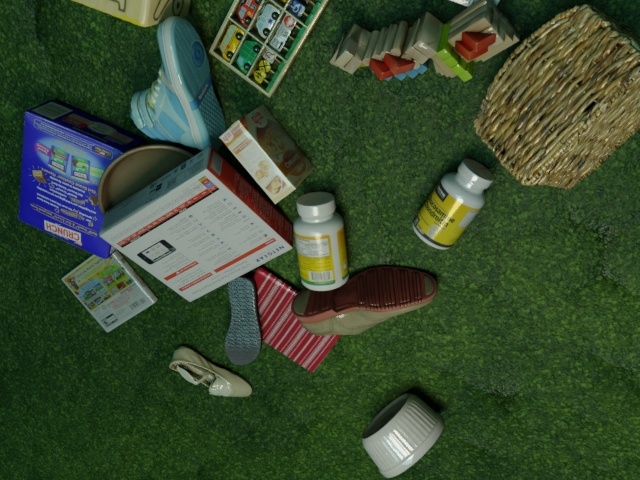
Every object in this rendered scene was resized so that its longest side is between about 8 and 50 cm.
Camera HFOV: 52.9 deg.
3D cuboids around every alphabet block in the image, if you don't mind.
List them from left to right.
[{"bbox_3d":[-0.371,-0.563,1.285,0.193,0.192,0.197,24,120,9],"label":"alphabet block"}]

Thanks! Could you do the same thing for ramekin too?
[{"bbox_3d":[0.199,0.477,1.608,0.109,0.207,0.207,48,121,3],"label":"ramekin"}]

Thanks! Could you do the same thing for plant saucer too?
[{"bbox_3d":[-0.387,-0.111,1.538,0.278,0.041,0.277,-8,126,-10],"label":"plant saucer"}]

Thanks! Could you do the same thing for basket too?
[{"bbox_3d":[0.462,-0.263,1.198,0.299,0.223,0.213,-52,59,32],"label":"basket"}]

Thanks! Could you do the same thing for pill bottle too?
[{"bbox_3d":[0.000,0.000,1.480,0.118,0.117,0.208,1,117,19],"label":"pill bottle"},{"bbox_3d":[0.280,-0.077,1.349,0.103,0.103,0.184,32,122,2],"label":"pill bottle"}]

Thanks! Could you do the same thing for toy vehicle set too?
[{"bbox_3d":[-0.103,-0.454,1.333,0.166,0.035,0.267,36,122,-1],"label":"toy vehicle set"}]

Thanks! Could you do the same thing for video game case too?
[{"bbox_3d":[-0.597,0.137,1.816,0.227,0.026,0.206,-30,103,30],"label":"video game case"}]

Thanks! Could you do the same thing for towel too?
[{"bbox_3d":[-0.087,0.204,1.666,0.275,0.031,0.199,33,122,0],"label":"towel"}]

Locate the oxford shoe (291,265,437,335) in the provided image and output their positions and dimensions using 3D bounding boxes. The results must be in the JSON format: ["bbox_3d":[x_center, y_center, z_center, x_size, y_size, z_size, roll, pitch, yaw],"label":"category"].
[{"bbox_3d":[0.113,0.153,1.535,0.348,0.123,0.130,-10,136,18],"label":"oxford shoe"}]

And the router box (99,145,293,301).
[{"bbox_3d":[-0.285,-0.023,1.504,0.335,0.082,0.301,-27,130,23],"label":"router box"}]

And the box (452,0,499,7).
[{"bbox_3d":[0.170,-0.495,1.162,0.324,0.067,0.063,17,123,-4],"label":"box"}]

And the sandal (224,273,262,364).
[{"bbox_3d":[-0.192,0.205,1.661,0.097,0.054,0.254,8,108,7],"label":"sandal"}]

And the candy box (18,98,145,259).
[{"bbox_3d":[-0.605,-0.150,1.616,0.268,0.122,0.317,24,120,5],"label":"candy box"}]

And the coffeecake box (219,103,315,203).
[{"bbox_3d":[-0.113,-0.192,1.407,0.068,0.142,0.185,-35,101,29],"label":"coffeecake box"}]

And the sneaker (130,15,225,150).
[{"bbox_3d":[-0.344,-0.330,1.395,0.208,0.127,0.319,8,136,18],"label":"sneaker"}]

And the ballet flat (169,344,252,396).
[{"bbox_3d":[-0.315,0.388,1.810,0.248,0.086,0.086,29,122,4],"label":"ballet flat"}]

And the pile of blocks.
[{"bbox_3d":[0.183,-0.340,1.216,0.362,0.112,0.149,-2,144,29],"label":"pile of blocks"}]
